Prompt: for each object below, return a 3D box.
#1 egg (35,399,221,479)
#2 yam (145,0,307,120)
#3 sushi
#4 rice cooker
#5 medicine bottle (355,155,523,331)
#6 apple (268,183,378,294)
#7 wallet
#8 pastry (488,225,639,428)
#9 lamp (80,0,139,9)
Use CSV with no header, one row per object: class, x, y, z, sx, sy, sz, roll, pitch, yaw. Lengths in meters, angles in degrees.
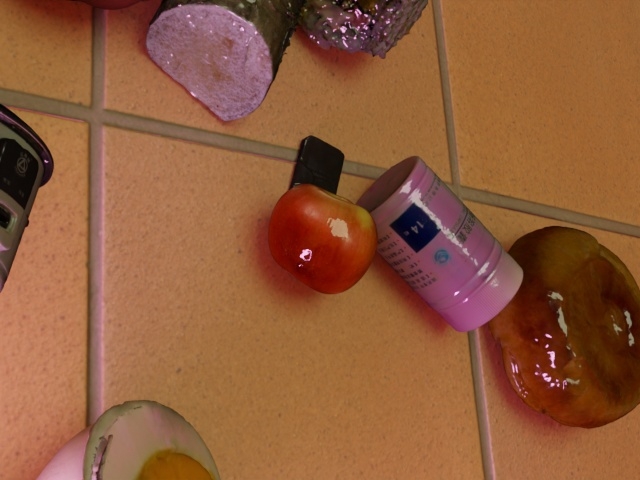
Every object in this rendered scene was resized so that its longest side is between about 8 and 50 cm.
egg,-0.228,0.328,1.153,0.286,0.174,0.264,19,55,-60
yam,-0.111,-0.355,1.491,0.202,0.201,0.271,36,49,-20
sushi,0.085,-0.418,1.611,0.184,0.274,0.139,38,29,5
rice cooker,-0.427,-0.060,1.103,0.280,0.241,0.227,49,46,-52
medicine bottle,0.182,0.007,1.583,0.254,0.152,0.152,45,52,-13
apple,0.000,0.000,1.447,0.163,0.163,0.139,19,99,-30
wallet,-0.008,-0.086,1.566,0.082,0.018,0.157,28,59,-25
pastry,0.428,0.145,1.712,0.356,0.164,0.356,20,58,-35
lamp,-0.293,-0.461,1.344,0.305,0.239,0.305,9,59,-15
